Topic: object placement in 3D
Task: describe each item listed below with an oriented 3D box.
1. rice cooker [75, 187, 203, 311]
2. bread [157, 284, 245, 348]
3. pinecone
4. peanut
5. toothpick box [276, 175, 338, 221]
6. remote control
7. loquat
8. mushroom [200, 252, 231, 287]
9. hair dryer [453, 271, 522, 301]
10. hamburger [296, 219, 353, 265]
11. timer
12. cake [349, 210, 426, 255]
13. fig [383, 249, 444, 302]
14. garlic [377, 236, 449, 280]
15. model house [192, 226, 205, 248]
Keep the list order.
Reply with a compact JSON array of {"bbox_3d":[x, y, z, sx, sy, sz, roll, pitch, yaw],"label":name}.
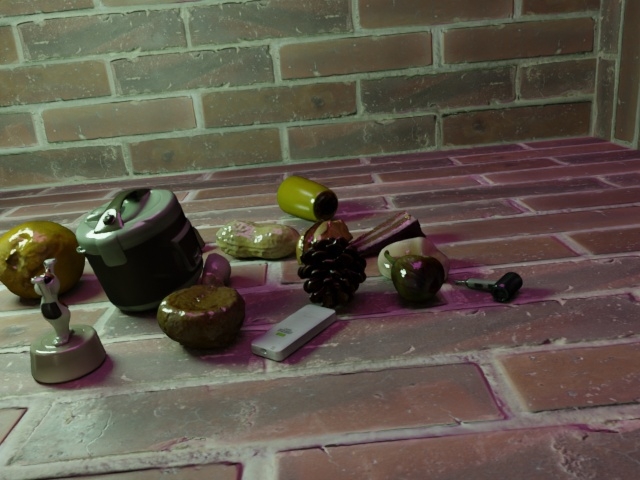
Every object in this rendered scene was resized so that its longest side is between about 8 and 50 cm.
[{"bbox_3d":[-0.539,0.010,1.722,0.334,0.326,0.335,-14,27,7],"label":"rice cooker"},{"bbox_3d":[-0.305,0.201,1.486,0.229,0.123,0.230,0,16,0],"label":"bread"},{"bbox_3d":[0.034,0.099,1.599,0.207,0.208,0.208,-5,19,2],"label":"pinecone"},{"bbox_3d":[-0.220,-0.002,2.044,0.313,0.149,0.149,1,20,18],"label":"peanut"},{"bbox_3d":[-0.050,-0.172,2.437,0.174,0.175,0.271,-18,26,-33],"label":"toothpick box"},{"bbox_3d":[-0.065,0.232,1.466,0.103,0.034,0.250,8,22,34],"label":"remote control"},{"bbox_3d":[-0.921,0.055,1.883,0.275,0.276,0.284,0,16,14],"label":"loquat"},{"bbox_3d":[-0.332,0.108,1.802,0.088,0.097,0.212,1,20,-1],"label":"mushroom"},{"bbox_3d":[0.465,0.128,1.624,0.197,0.057,0.100,1,18,43],"label":"hair dryer"},{"bbox_3d":[0.000,0.000,1.978,0.124,0.131,0.262,-17,10,32],"label":"hamburger"},{"bbox_3d":[-0.641,0.188,1.387,0.175,0.266,0.175,-5,18,2],"label":"timer"},{"bbox_3d":[0.235,-0.018,2.026,0.295,0.113,0.116,-19,20,-19],"label":"cake"},{"bbox_3d":[0.244,0.077,1.634,0.149,0.149,0.245,-15,32,-28],"label":"fig"},{"bbox_3d":[0.288,0.052,1.792,0.217,0.110,0.228,-7,19,6],"label":"garlic"},{"bbox_3d":[-0.562,0.006,2.173,0.203,0.141,0.164,7,-14,-35],"label":"model house"}]
